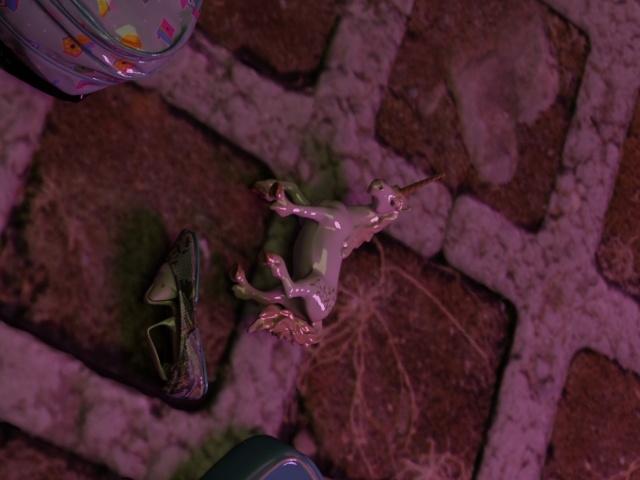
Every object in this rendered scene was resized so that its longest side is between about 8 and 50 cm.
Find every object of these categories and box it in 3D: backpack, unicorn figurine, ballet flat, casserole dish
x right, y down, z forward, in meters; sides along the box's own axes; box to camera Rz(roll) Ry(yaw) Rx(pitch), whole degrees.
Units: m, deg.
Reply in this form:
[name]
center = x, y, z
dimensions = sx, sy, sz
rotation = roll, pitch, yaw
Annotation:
[backpack]
center = -0.164, -0.171, 1.084
dimensions = 0.182, 0.115, 0.152
rotation = 47, 56, -27
[unicorn figurine]
center = 0.000, 0.000, 1.231
dimensions = 0.111, 0.060, 0.162
rotation = 27, 85, -33
[ballet flat]
center = -0.098, 0.049, 1.155
dimensions = 0.041, 0.041, 0.114
rotation = 0, 83, -38
[casserole dish]
center = -0.051, 0.213, 1.170
dimensions = 0.188, 0.037, 0.114
rotation = -42, 110, -35
